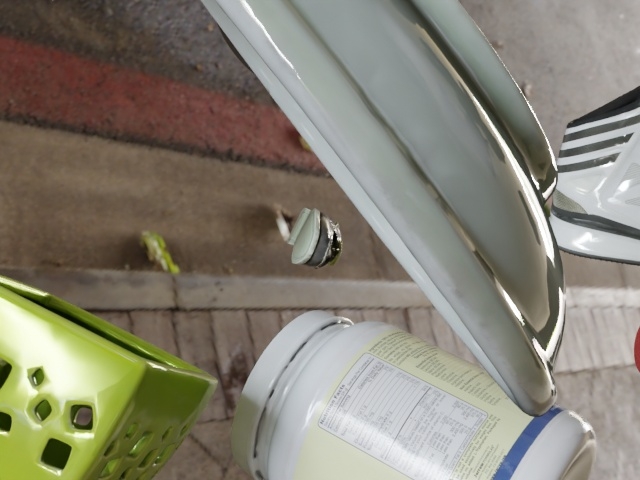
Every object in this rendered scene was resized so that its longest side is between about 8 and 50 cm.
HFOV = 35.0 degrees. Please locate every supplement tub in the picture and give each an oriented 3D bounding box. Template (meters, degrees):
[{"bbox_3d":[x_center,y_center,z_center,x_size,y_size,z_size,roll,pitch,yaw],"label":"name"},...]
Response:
[{"bbox_3d":[0.093,0.226,1.057,0.235,0.324,0.235,-40,143,-40],"label":"supplement tub"}]

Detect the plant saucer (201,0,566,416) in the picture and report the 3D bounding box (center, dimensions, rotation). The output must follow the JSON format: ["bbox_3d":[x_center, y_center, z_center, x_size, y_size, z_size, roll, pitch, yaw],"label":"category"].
[{"bbox_3d":[0.036,-0.084,0.598,0.400,0.100,0.400,52,2,-3],"label":"plant saucer"}]

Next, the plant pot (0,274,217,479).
[{"bbox_3d":[-0.258,0.165,0.929,0.207,0.227,0.228,-63,166,-7],"label":"plant pot"}]

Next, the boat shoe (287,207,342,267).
[{"bbox_3d":[0.000,0.000,1.462,0.068,0.081,0.228,26,6,-8],"label":"boat shoe"}]

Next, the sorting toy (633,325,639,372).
[{"bbox_3d":[0.563,0.234,1.368,0.126,0.127,0.365,20,29,-27],"label":"sorting toy"}]

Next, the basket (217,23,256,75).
[{"bbox_3d":[-0.002,-0.299,1.187,0.227,0.154,0.204,-44,141,-20],"label":"basket"}]

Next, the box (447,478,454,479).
[{"bbox_3d":[0.037,0.224,0.446,0.021,0.164,0.201,53,4,-38],"label":"box"}]

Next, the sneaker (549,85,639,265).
[{"bbox_3d":[0.541,-0.085,1.388,0.169,0.447,0.258,-47,142,-60],"label":"sneaker"}]
